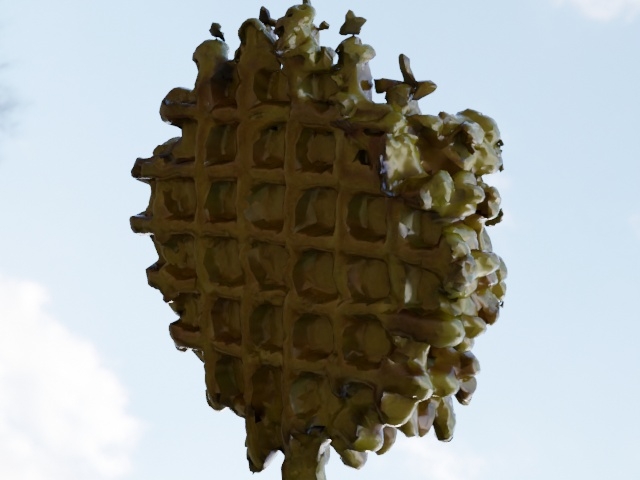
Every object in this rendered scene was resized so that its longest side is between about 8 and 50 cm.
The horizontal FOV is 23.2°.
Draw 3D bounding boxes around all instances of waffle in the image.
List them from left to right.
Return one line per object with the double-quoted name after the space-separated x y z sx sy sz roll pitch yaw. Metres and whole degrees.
0.000 0.000 0.677 0.193 0.070 0.197 45 -53 27 "waffle"
